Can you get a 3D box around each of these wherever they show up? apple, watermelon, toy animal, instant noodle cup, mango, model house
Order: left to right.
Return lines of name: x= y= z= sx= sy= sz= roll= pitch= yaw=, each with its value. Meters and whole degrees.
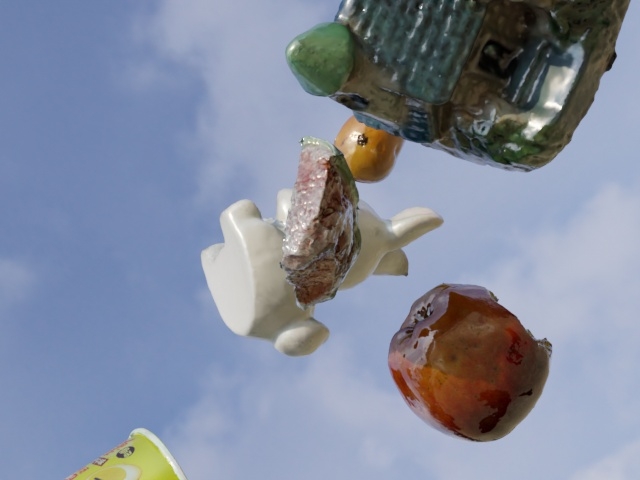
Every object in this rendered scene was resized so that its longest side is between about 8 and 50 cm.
instant noodle cup: x=-0.325 y=0.475 z=1.839 sx=0.221 sy=0.311 sz=0.311 roll=-21 pitch=-50 yaw=-27
watermelon: x=0.000 y=0.000 z=1.133 sx=0.139 sy=0.071 sz=0.187 roll=-62 pitch=-23 yaw=-63
toy animal: x=0.011 y=0.033 z=1.814 sx=0.368 sy=0.241 sz=0.196 roll=-23 pitch=-15 yaw=-34
mango: x=0.067 y=-0.130 z=1.514 sx=0.105 sy=0.084 sz=0.159 roll=-61 pitch=0 yaw=15
model house: x=0.113 y=-0.244 z=1.103 sx=0.284 sy=0.243 sz=0.298 roll=18 pitch=-84 yaw=-44
apple: x=0.152 y=0.132 z=1.234 sx=0.158 sy=0.156 sz=0.147 roll=28 pitch=-116 yaw=-17
